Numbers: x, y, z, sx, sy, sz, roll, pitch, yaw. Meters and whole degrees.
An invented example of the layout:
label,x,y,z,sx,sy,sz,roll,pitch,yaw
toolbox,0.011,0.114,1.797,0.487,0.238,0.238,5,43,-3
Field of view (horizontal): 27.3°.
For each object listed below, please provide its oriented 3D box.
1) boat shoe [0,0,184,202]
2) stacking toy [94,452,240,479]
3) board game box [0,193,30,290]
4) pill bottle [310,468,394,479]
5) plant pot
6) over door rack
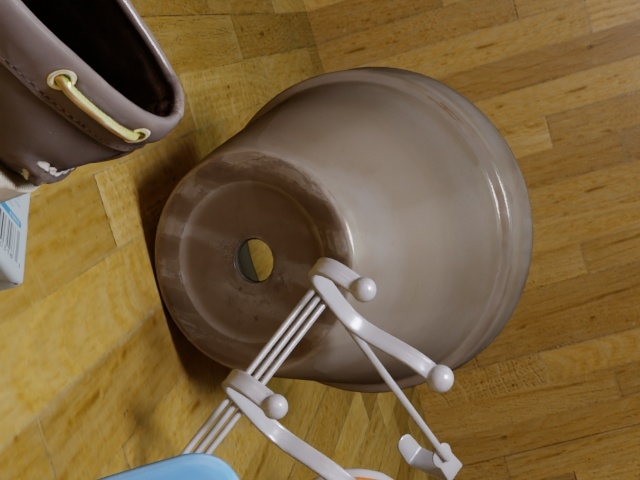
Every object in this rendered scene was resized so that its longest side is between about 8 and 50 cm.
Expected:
label,x,y,z,sx,sy,sz,roll,pitch,yaw
boat shoe,-0.152,-0.144,0.493,0.324,0.097,0.116,65,15,-44
stacking toy,-0.072,0.180,0.507,0.302,0.166,0.175,135,-64,-75
board game box,-0.226,-0.147,0.641,0.224,0.098,0.303,66,15,-47
pill bottle,0.036,0.343,1.279,0.221,0.121,0.121,-95,166,-47
plant pot,0.000,0.000,1.204,0.280,0.323,0.323,-13,87,-64
over door rack,0.010,0.197,1.028,0.239,0.108,0.324,-51,143,-19
